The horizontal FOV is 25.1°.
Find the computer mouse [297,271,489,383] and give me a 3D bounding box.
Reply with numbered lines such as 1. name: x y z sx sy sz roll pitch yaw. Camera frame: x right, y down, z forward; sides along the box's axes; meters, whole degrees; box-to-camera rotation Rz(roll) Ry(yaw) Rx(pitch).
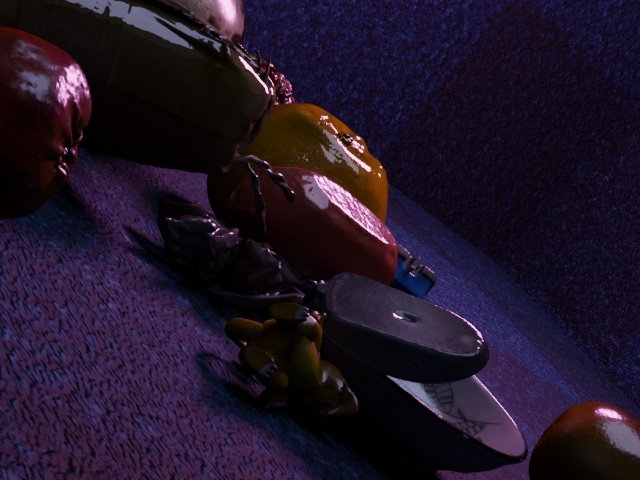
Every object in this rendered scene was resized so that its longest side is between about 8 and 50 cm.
1. computer mouse: 0.074 0.107 1.605 0.229 0.068 0.113 21 32 1

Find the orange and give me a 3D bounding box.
1. orange: -0.028 -0.067 2.056 0.279 0.235 0.279 41 3 -3

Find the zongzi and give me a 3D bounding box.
1. zongzi: -0.254 -0.241 1.787 0.499 0.218 0.467 20 17 -18

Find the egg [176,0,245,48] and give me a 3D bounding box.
1. egg: -0.294 -0.366 2.296 0.379 0.288 0.287 28 3 24

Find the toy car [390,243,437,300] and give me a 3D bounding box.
1. toy car: 0.102 0.080 2.298 0.097 0.100 0.191 39 -25 -5

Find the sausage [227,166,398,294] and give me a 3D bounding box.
1. sausage: 0.000 0.000 1.862 0.254 0.148 0.148 40 7 -31

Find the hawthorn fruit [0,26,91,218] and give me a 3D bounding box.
1. hawthorn fruit: -0.322 -0.118 1.348 0.200 0.179 0.179 19 10 -2

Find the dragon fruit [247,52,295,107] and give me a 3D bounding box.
1. dragon fruit: -0.150 -0.243 2.556 0.218 0.198 0.273 65 -3 -28

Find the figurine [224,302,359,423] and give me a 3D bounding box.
1. figurine: -0.036 0.138 1.543 0.122 0.121 0.176 11 -28 42

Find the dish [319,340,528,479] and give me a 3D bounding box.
1. dish: 0.100 0.193 1.744 0.316 0.106 0.316 37 12 -9

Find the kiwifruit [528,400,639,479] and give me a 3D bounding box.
1. kiwifruit: 0.410 0.343 2.027 0.234 0.196 0.196 48 9 7

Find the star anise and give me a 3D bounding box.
1. star anise: -0.110 0.027 1.736 0.209 0.089 0.231 26 8 -22
